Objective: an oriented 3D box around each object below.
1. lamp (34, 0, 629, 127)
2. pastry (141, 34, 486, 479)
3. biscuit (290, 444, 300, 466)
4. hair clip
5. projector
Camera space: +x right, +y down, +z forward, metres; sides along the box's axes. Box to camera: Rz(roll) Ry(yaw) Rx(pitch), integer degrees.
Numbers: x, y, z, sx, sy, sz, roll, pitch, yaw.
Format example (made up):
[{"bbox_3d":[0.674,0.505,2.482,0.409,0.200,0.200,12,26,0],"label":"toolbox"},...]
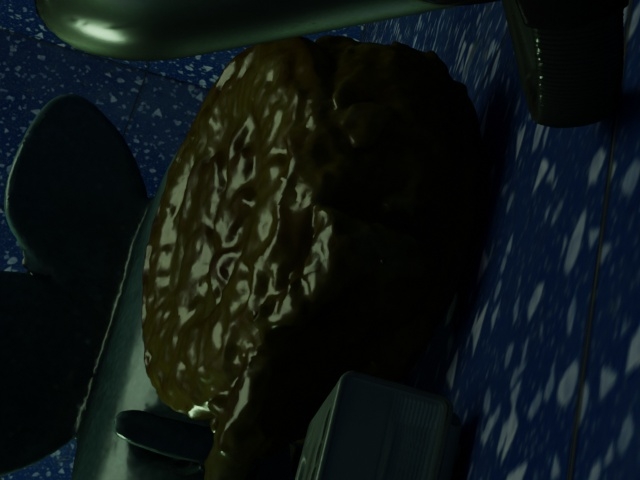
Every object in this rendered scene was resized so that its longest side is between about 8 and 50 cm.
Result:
[{"bbox_3d":[0.023,-0.100,0.474,0.283,0.203,0.125,-89,-4,-66],"label":"lamp"},{"bbox_3d":[0.000,0.000,0.742,0.240,0.132,0.235,-67,27,18],"label":"pastry"},{"bbox_3d":[-0.020,0.166,1.462,0.153,0.030,0.234,122,164,-77],"label":"biscuit"},{"bbox_3d":[-0.090,0.072,0.968,0.238,0.392,0.318,1,71,59],"label":"hair clip"},{"bbox_3d":[0.012,0.143,0.581,0.115,0.061,0.147,117,169,-71],"label":"projector"}]
